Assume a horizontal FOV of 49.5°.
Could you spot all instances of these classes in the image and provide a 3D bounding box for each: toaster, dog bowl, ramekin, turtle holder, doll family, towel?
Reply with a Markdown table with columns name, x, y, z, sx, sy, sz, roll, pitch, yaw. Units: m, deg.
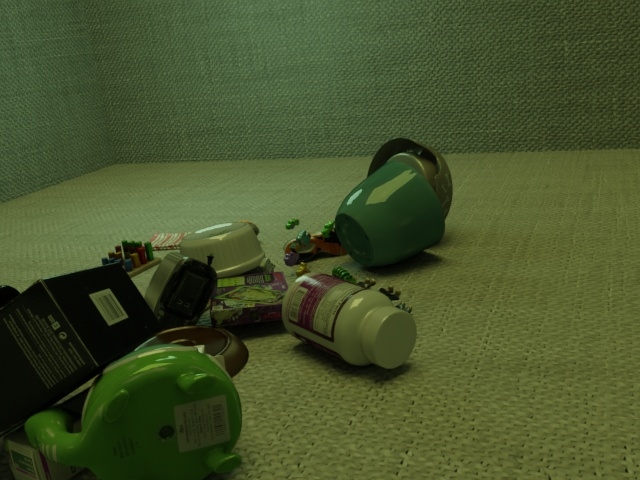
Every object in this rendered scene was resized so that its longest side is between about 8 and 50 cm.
| name | x | y | z | sx | sy | sz | roll | pitch | yaw |
| --- | --- | --- | --- | --- | --- | --- | --- | --- | --- |
| toaster | -0.364 | 0.120 | 1.794 | 0.129 | 0.227 | 0.146 | 27 | -4 | -33 |
| dog bowl | 0.295 | -0.164 | 2.296 | 0.102 | 0.348 | 0.349 | -3 | 13 | -34 |
| ramekin | -0.314 | 0.029 | 2.162 | 0.273 | 0.127 | 0.273 | -12 | 12 | 3 |
| turtle holder | -0.299 | 0.308 | 1.179 | 0.320 | 0.243 | 0.227 | -38 | 24 | -8 |
| doll family | 0.137 | 0.157 | 1.740 | 0.193 | 0.076 | 0.111 | 14 | 22 | 41 |
| towel | -0.546 | -0.001 | 2.558 | 0.197 | 0.029 | 0.144 | -3 | 18 | 10 |

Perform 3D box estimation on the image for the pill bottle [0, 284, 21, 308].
| name | x | y | z | sx | sy | sz | roll | pitch | yaw |
| --- | --- | --- | --- | --- | --- | --- | --- | --- | --- |
| pill bottle | -0.916 | 0.199 | 1.867 | 0.219 | 0.122 | 0.123 | -14 | 14 | 22 |

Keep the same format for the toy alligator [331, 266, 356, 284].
| name | x | y | z | sx | sy | sz | roll | pitch | yaw |
| --- | --- | --- | --- | --- | --- | --- | --- | --- | --- |
| toy alligator | 0.072 | 0.110 | 1.944 | 0.056 | 0.051 | 0.190 | -14 | 19 | -22 |

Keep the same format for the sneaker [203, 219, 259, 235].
| name | x | y | z | sx | sy | sz | roll | pitch | yaw |
| --- | --- | --- | --- | --- | --- | --- | --- | --- | --- |
| sneaker | -0.320 | -0.010 | 2.443 | 0.215 | 0.084 | 0.083 | -12 | 31 | -7 |

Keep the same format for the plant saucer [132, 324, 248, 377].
| name | x | y | z | sx | sy | sz | roll | pitch | yaw |
| --- | --- | --- | --- | --- | --- | --- | --- | --- | --- |
| plant saucer | -0.322 | 0.265 | 1.599 | 0.311 | 0.050 | 0.310 | -5 | 18 | 2 |

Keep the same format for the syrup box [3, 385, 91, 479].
| name | x | y | z | sx | sy | sz | roll | pitch | yaw |
| --- | --- | --- | --- | --- | --- | --- | --- | --- | --- |
| syrup box | -0.446 | 0.352 | 1.282 | 0.093 | 0.096 | 0.237 | 4 | 20 | 35 |

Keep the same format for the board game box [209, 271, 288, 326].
| name | x | y | z | sx | sy | sz | roll | pitch | yaw |
| --- | --- | --- | --- | --- | --- | --- | --- | --- | --- |
| board game box | -0.186 | 0.150 | 1.845 | 0.208 | 0.056 | 0.347 | -9 | 11 | -5 |

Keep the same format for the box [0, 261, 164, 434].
| name | x | y | z | sx | sy | sz | roll | pitch | yaw |
| --- | --- | --- | --- | --- | --- | --- | --- | --- | --- |
| box | -0.515 | 0.209 | 1.305 | 0.313 | 0.179 | 0.343 | -33 | -1 | 7 |

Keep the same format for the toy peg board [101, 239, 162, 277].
| name | x | y | z | sx | sy | sz | roll | pitch | yaw |
| --- | --- | --- | --- | --- | --- | --- | --- | --- | --- |
| toy peg board | -0.651 | 0.056 | 2.329 | 0.161 | 0.079 | 0.161 | 3 | 19 | 29 |

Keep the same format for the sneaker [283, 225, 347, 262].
| name | x | y | z | sx | sy | sz | roll | pitch | yaw |
| --- | --- | --- | --- | --- | --- | --- | --- | --- | --- |
| sneaker | 0.000 | 0.000 | 2.258 | 0.263 | 0.099 | 0.121 | -10 | 13 | -14 |

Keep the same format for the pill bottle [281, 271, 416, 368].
| name | x | y | z | sx | sy | sz | roll | pitch | yaw |
| --- | --- | --- | --- | --- | --- | --- | --- | --- | --- |
| pill bottle | 0.063 | 0.178 | 1.534 | 0.169 | 0.169 | 0.302 | -19 | 22 | -35 |

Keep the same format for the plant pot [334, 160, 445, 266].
| name | x | y | z | sx | sy | sz | roll | pitch | yaw |
| --- | --- | --- | --- | --- | --- | --- | --- | --- | --- |
| plant pot | 0.187 | -0.055 | 2.080 | 0.235 | 0.293 | 0.293 | -33 | 27 | -25 |

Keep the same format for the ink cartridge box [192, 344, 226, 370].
| name | x | y | z | sx | sy | sz | roll | pitch | yaw |
| --- | --- | --- | --- | --- | --- | --- | --- | --- | --- |
| ink cartridge box | -0.288 | 0.284 | 1.412 | 0.198 | 0.115 | 0.067 | -7 | 17 | -5 |

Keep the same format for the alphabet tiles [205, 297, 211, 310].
| name | x | y | z | sx | sy | sz | roll | pitch | yaw |
| --- | --- | --- | --- | --- | --- | --- | --- | --- | --- |
| alphabet tiles | -0.394 | 0.179 | 1.963 | 0.198 | 0.009 | 0.237 | 2 | 19 | 25 |

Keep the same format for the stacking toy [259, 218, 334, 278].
| name | x | y | z | sx | sy | sz | roll | pitch | yaw |
| --- | --- | --- | --- | --- | --- | --- | --- | --- | --- |
| stacking toy | -0.067 | 0.025 | 2.109 | 0.167 | 0.052 | 0.221 | 8 | 56 | 39 |
